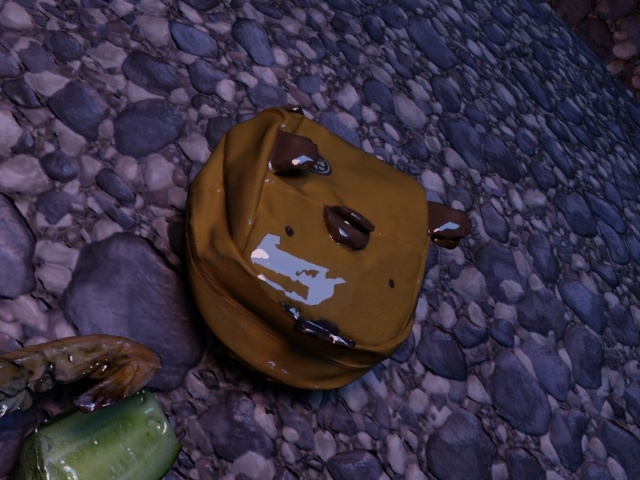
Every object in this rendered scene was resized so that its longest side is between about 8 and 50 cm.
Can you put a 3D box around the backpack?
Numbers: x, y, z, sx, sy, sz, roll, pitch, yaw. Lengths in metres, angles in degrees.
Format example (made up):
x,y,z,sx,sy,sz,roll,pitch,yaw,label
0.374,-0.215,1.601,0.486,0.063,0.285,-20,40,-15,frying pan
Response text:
x,y,z,sx,sy,sz,roll,pitch,yaw,label
-0.001,0.004,0.979,0.353,0.201,0.378,23,43,-20,backpack

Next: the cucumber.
x,y,z,sx,sy,sz,roll,pitch,yaw,label
-0.217,0.213,0.720,0.115,0.086,0.193,52,35,4,cucumber

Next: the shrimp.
x,y,z,sx,sy,sz,roll,pitch,yaw,label
-0.259,0.137,0.666,0.296,0.169,0.058,-26,113,-61,shrimp
